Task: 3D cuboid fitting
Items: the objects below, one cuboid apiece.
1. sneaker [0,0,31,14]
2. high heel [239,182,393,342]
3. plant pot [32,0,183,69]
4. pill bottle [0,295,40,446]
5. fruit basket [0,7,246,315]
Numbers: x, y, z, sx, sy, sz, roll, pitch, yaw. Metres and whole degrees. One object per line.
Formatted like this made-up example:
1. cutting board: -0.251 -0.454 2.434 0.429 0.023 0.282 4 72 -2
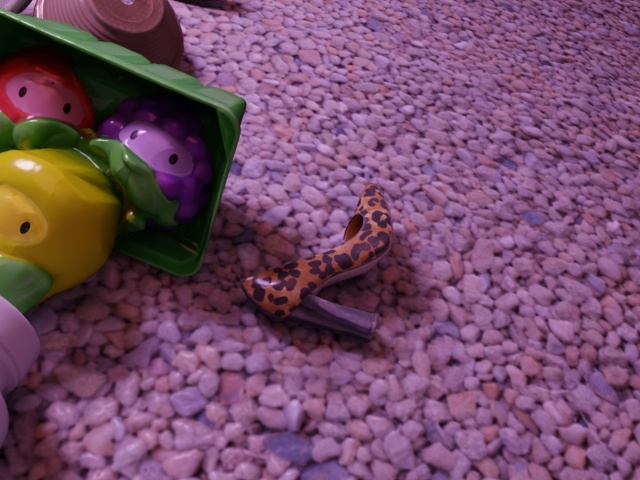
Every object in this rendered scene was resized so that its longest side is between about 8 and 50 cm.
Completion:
1. sneaker: -0.548 -0.352 1.068 0.292 0.169 0.108 -45 113 -13
2. high heel: 0.000 0.000 0.932 0.186 0.093 0.261 18 55 -11
3. plant pot: -0.319 -0.349 1.067 0.237 0.109 0.238 10 69 -29
4. pill bottle: -0.397 0.189 0.574 0.187 0.188 0.334 22 47 2
5. fruit basket: -0.301 -0.089 0.822 0.391 0.283 0.392 16 30 -10
